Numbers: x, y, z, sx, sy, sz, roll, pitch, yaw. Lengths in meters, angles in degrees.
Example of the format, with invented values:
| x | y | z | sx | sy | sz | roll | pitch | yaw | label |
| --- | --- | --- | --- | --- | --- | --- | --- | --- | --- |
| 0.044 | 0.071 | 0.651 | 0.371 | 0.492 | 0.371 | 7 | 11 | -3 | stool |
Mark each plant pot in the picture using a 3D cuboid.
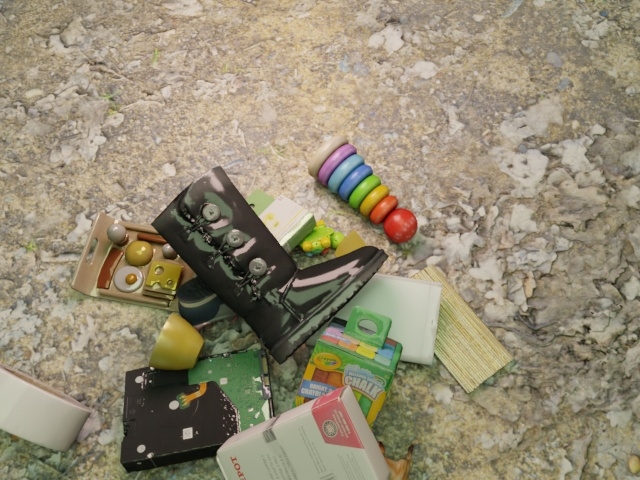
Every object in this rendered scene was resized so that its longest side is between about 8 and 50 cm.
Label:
| x | y | z | sx | sy | sz | roll | pitch | yaw | label |
| --- | --- | --- | --- | --- | --- | --- | --- | --- | --- |
| -0.326 | 0.247 | 1.423 | 0.095 | 0.134 | 0.134 | 22 | 70 | -3 | plant pot |
| 0.085 | 0.034 | 1.574 | 0.083 | 0.081 | 0.081 | -38 | 72 | 2 | plant pot |

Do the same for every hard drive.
| x | y | z | sx | sy | sz | roll | pitch | yaw | label |
| --- | --- | --- | --- | --- | --- | --- | --- | --- | --- |
| -0.278 | 0.382 | 1.407 | 0.339 | 0.064 | 0.236 | -11 | 47 | -3 | hard drive |
| 0.133 | 0.182 | 1.511 | 0.308 | 0.040 | 0.202 | 9 | 79 | 6 | hard drive |

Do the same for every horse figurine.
| x | y | z | sx | sy | sz | roll | pitch | yaw | label |
| --- | --- | --- | --- | --- | --- | --- | --- | --- | --- |
| 0.177 | 0.545 | 1.311 | 0.066 | 0.174 | 0.263 | -10 | 83 | 30 | horse figurine |

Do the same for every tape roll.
| x | y | z | sx | sy | sz | roll | pitch | yaw | label |
| --- | --- | --- | --- | --- | --- | --- | --- | --- | --- |
| -0.657 | 0.355 | 1.344 | 0.286 | 0.286 | 0.100 | 24 | 71 | 10 | tape roll |

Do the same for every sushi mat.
| x | y | z | sx | sy | sz | roll | pitch | yaw | label |
| --- | --- | --- | --- | --- | --- | --- | --- | --- | --- |
| 0.321 | 0.213 | 1.528 | 0.151 | 0.019 | 0.316 | -35 | 72 | -11 | sushi mat |

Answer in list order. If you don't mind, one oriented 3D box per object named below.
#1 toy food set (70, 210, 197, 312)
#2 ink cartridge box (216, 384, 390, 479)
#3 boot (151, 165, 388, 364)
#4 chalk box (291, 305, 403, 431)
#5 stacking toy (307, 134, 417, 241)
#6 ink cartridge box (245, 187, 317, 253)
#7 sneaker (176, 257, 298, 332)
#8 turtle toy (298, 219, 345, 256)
| x | y | z | sx | sy | sz | roll | pitch | yaw | label |
| --- | --- | --- | --- | --- | --- | --- | --- | --- | --- |
| -0.455 | 0.050 | 1.567 | 0.306 | 0.092 | 0.219 | 10 | 68 | 5 | toy food set |
| -0.033 | 0.444 | 1.224 | 0.283 | 0.117 | 0.207 | -26 | 86 | 12 | ink cartridge box |
| -0.113 | 0.003 | 1.426 | 0.367 | 0.146 | 0.445 | -41 | 81 | -16 | boot |
| 0.067 | 0.292 | 1.347 | 0.180 | 0.179 | 0.288 | 20 | 104 | 9 | chalk box |
| 0.126 | -0.127 | 1.615 | 0.330 | 0.141 | 0.141 | 43 | 75 | 12 | stacking toy |
| -0.150 | -0.049 | 1.584 | 0.235 | 0.056 | 0.171 | 33 | 69 | 31 | ink cartridge box |
| -0.203 | 0.131 | 1.536 | 0.319 | 0.131 | 0.112 | -17 | 36 | -25 | sneaker |
| 0.000 | 0.000 | 1.592 | 0.130 | 0.066 | 0.095 | -11 | 43 | -3 | turtle toy |
